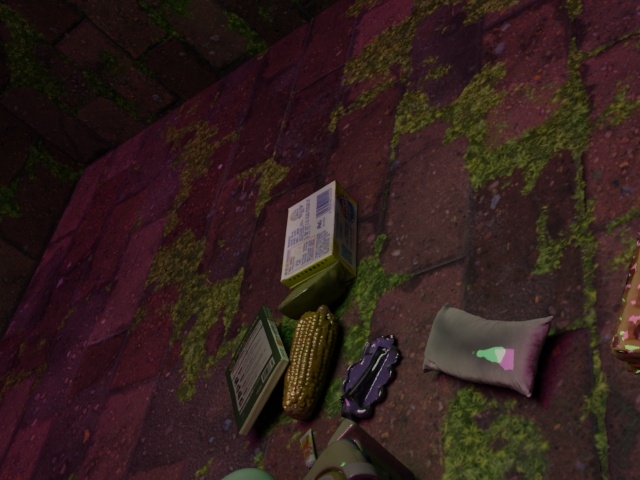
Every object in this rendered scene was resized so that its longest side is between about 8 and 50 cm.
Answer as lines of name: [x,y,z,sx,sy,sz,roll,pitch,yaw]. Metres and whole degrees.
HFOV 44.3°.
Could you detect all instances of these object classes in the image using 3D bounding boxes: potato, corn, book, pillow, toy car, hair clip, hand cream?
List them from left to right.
book: [-0.149,0.288,1.780,0.202,0.027,0.264,-62,21,12]
hand cream: [-0.024,0.421,1.574,0.035,0.022,0.102,-49,26,16]
corn: [-0.023,0.256,1.681,0.097,0.097,0.261,-16,47,42]
potato: [-0.007,0.129,1.762,0.149,0.081,0.120,-34,7,28]
toy car: [0.003,0.485,1.261,0.336,0.242,0.226,-45,18,5]
hair clip: [0.090,0.267,1.570,0.124,0.052,0.195,6,55,47]
pillow: [0.288,0.184,1.379,0.254,0.078,0.144,3,59,53]

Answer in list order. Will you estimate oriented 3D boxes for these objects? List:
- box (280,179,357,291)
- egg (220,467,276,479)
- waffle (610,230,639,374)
box: [0.000,0.000,1.919,0.168,0.097,0.265,-31,35,28]
egg: [-0.149,0.539,1.458,0.168,0.168,0.231,-10,52,46]
waffle: [0.604,0.076,1.067,0.376,0.114,0.261,-3,53,50]
